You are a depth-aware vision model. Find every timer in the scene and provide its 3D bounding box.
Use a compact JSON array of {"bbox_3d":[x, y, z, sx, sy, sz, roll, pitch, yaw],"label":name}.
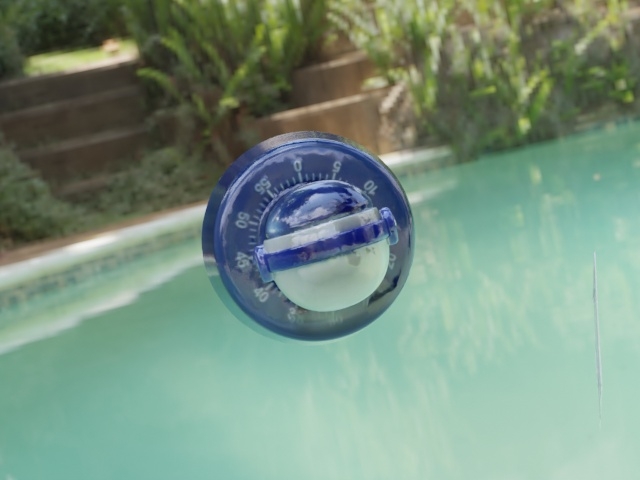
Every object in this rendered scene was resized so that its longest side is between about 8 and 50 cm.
[{"bbox_3d":[0.000,0.000,1.580,0.270,0.270,0.383,-13,2,-5],"label":"timer"}]

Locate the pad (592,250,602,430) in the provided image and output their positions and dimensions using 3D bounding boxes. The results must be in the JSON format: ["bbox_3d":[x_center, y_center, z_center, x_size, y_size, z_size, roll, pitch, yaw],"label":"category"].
[{"bbox_3d":[0.406,0.148,2.036,0.004,0.232,0.156,-2,-32,9],"label":"pad"}]
